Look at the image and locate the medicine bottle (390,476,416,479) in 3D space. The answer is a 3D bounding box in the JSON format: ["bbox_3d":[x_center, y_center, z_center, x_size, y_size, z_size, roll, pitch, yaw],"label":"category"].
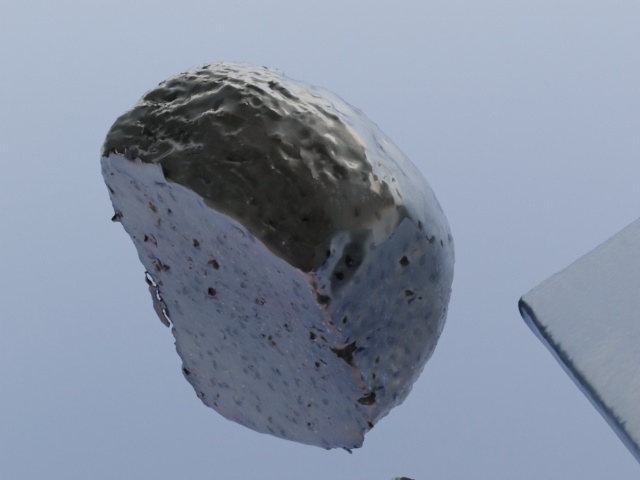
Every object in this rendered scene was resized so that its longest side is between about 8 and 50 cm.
[{"bbox_3d":[0.025,0.373,1.053,0.110,0.110,0.352,7,-129,27],"label":"medicine bottle"}]

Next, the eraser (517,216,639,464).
[{"bbox_3d":[0.185,0.041,0.539,0.144,0.042,0.312,-36,-170,5],"label":"eraser"}]

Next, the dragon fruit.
[{"bbox_3d":[0.000,0.000,0.861,0.221,0.283,0.204,16,-132,41],"label":"dragon fruit"}]
